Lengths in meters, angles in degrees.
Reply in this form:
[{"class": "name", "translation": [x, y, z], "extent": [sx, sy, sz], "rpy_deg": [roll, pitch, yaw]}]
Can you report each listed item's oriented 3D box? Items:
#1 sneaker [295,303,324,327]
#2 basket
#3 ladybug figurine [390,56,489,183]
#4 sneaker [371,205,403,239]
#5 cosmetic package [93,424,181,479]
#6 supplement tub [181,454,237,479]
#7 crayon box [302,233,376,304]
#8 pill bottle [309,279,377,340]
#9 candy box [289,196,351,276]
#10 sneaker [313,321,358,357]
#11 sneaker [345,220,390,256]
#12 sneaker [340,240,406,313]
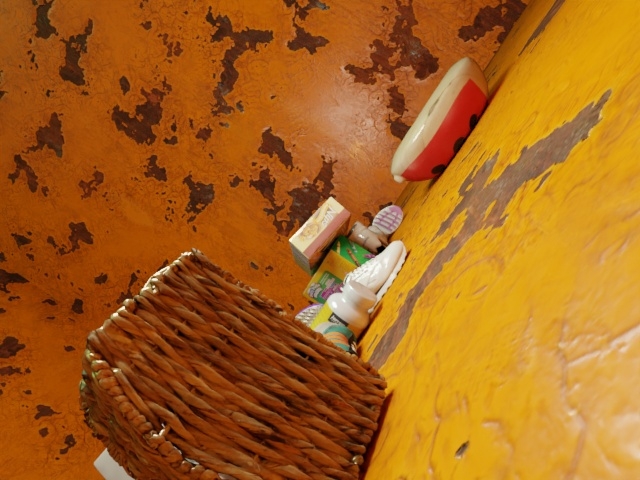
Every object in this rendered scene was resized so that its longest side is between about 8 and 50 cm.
[{"class": "sneaker", "translation": [-0.046, 0.277, 1.404], "extent": [0.293, 0.102, 0.146], "rpy_deg": [-57, -2, 33]}, {"class": "basket", "translation": [-0.115, 0.203, 0.511], "extent": [0.223, 0.299, 0.213], "rpy_deg": [-56, 0, 41]}, {"class": "ladybug figurine", "translation": [0.390, -0.364, 1.436], "extent": [0.449, 0.162, 0.305], "rpy_deg": [-57, -4, 5]}, {"class": "sneaker", "translation": [0.248, -0.045, 1.760], "extent": [0.236, 0.095, 0.104], "rpy_deg": [-59, -11, 27]}, {"class": "cosmetic package", "translation": [-0.436, 0.681, 1.494], "extent": [0.329, 0.327, 0.393], "rpy_deg": [-49, -11, -1]}, {"class": "supplement tub", "translation": [-0.180, 0.444, 1.018], "extent": [0.316, 0.194, 0.193], "rpy_deg": [-55, -3, -43]}, {"class": "crayon box", "translation": [0.067, 0.125, 1.409], "extent": [0.081, 0.165, 0.278], "rpy_deg": [-54, -4, -42]}, {"class": "pill bottle", "translation": [0.042, 0.180, 0.963], "extent": [0.184, 0.103, 0.103], "rpy_deg": [-58, -3, 14]}, {"class": "candy box", "translation": [0.000, 0.000, 1.416], "extent": [0.183, 0.088, 0.316], "rpy_deg": [-47, -10, -11]}, {"class": "sneaker", "translation": [0.018, 0.216, 0.761], "extent": [0.302, 0.121, 0.108], "rpy_deg": [0, -78, -66]}, {"class": "sneaker", "translation": [0.187, 0.015, 1.579], "extent": [0.111, 0.129, 0.297], "rpy_deg": [-60, -22, 12]}, {"class": "sneaker", "translation": [0.112, 0.090, 1.039], "extent": [0.235, 0.095, 0.090], "rpy_deg": [-55, -5, -4]}]
